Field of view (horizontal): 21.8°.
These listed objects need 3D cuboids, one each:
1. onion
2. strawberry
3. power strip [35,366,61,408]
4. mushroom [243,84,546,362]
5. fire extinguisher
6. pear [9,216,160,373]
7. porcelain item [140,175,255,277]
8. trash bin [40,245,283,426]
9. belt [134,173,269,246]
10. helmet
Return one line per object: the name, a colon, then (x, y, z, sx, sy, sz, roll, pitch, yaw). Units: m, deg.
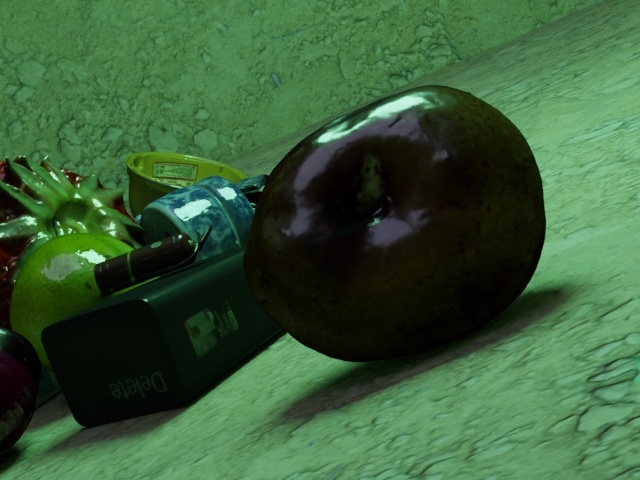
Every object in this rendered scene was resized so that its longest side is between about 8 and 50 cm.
onion: (-0.402, 0.147, 1.692, 0.195, 0.218, 0.140, -10, 41, 31)
strawberry: (-0.388, 0.063, 2.134, 0.343, 0.292, 0.292, -45, -7, 38)
power strip: (-0.350, 0.158, 1.902, 0.035, 0.081, 0.192, -15, 11, 31)
mushroom: (0.085, -0.007, 1.503, 0.267, 0.267, 0.254, -17, -23, 35)
fire extinguisher: (-0.176, 0.020, 1.763, 0.132, 0.039, 0.056, -20, 34, 17)
pear: (-0.271, 0.056, 1.883, 0.180, 0.216, 0.166, -1, -31, -48)
porcelain item: (-0.147, -0.002, 2.132, 0.114, 0.147, 0.147, -27, 10, -26)
trash bin: (-0.146, 0.091, 1.727, 0.165, 0.115, 0.225, -18, 6, 38)
belt: (-0.157, -0.009, 2.289, 0.218, 0.122, 0.128, -14, 9, 10)
helmet: (-0.216, -0.049, 2.621, 0.205, 0.140, 0.257, 7, 16, -14)
